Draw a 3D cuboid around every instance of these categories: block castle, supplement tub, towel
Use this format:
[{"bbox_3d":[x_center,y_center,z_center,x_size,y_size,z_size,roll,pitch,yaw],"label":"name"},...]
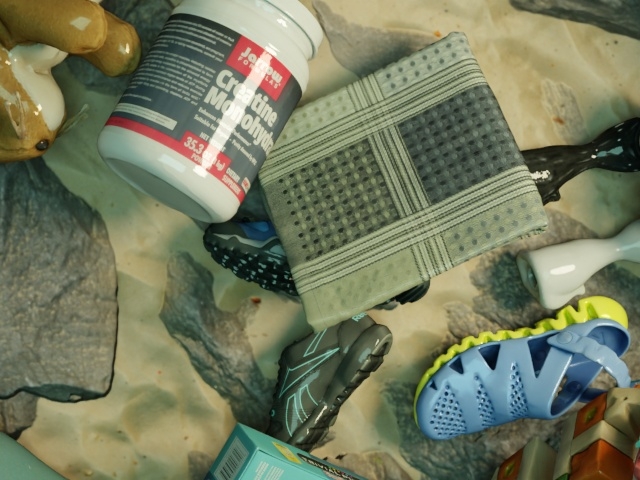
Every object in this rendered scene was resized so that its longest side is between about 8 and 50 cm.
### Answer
[{"bbox_3d":[0.380,0.386,1.394,0.303,0.213,0.453,37,131,-7],"label":"block castle"},{"bbox_3d":[-0.132,-0.177,1.406,0.191,0.191,0.272,30,79,-5],"label":"supplement tub"},{"bbox_3d":[0.085,-0.074,1.420,0.324,0.056,0.312,-24,61,8],"label":"towel"}]

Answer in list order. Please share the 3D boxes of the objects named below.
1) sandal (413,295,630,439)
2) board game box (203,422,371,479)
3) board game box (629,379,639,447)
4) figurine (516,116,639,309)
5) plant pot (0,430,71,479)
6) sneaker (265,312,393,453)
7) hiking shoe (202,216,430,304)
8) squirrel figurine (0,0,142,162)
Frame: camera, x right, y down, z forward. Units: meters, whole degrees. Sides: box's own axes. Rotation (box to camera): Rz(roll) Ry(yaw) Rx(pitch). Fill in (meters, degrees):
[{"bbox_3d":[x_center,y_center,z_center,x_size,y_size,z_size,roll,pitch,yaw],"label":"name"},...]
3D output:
[{"bbox_3d":[0.273,0.183,1.497,0.317,0.138,0.126,-25,125,2],"label":"sandal"},{"bbox_3d":[-0.027,0.415,1.485,0.336,0.079,0.254,29,94,-29],"label":"board game box"},{"bbox_3d":[0.490,0.210,1.479,0.210,0.160,0.047,-13,96,19],"label":"board game box"},{"bbox_3d":[0.358,-0.039,1.522,0.209,0.092,0.215,-18,97,-5],"label":"figurine"},{"bbox_3d":[-0.448,0.357,1.441,0.255,0.271,0.272,24,94,-20],"label":"plant pot"},{"bbox_3d":[-0.016,0.199,1.532,0.106,0.101,0.267,39,95,18],"label":"sneaker"},{"bbox_3d":[0.000,0.000,1.511,0.304,0.113,0.132,10,65,2],"label":"hiking shoe"},{"bbox_3d":[-0.403,-0.301,1.400,0.397,0.281,0.370,31,104,9],"label":"squirrel figurine"}]
